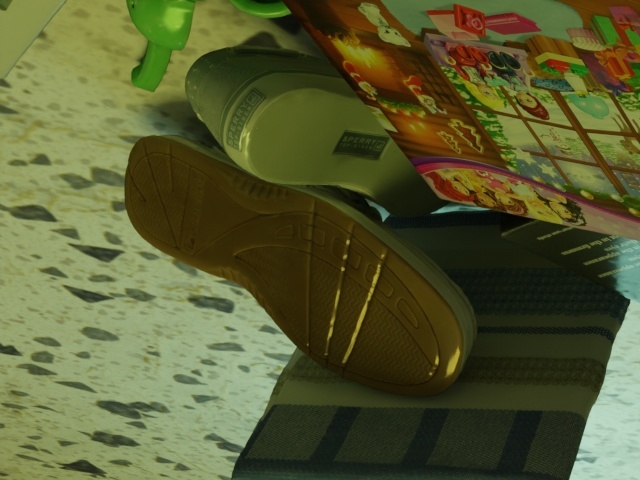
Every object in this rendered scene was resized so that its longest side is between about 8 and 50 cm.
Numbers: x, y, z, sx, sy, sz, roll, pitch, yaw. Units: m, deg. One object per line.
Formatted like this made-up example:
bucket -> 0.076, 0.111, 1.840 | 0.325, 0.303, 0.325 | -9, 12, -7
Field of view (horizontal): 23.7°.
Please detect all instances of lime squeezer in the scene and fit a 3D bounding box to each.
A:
lime squeezer -> -0.030, -0.126, 0.800 | 0.310, 0.059, 0.110 | -14, 146, 41

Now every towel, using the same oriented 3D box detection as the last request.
towel -> 0.082, 0.064, 0.938 | 0.209, 0.285, 0.034 | -3, 121, 24

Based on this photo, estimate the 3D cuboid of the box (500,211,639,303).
box -> 0.227, -0.031, 0.839 | 0.207, 0.108, 0.153 | 24, 152, -30

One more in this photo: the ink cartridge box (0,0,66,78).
ink cartridge box -> -0.165, -0.198, 0.609 | 0.211, 0.122, 0.289 | 21, 155, -21

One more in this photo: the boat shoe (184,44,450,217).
boat shoe -> 0.014, -0.071, 0.874 | 0.081, 0.079, 0.227 | 43, -159, 33

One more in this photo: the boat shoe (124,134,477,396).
boat shoe -> 0.000, 0.000, 0.940 | 0.277, 0.098, 0.096 | 32, -150, 34

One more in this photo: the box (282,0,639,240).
box -> 0.121, -0.074, 0.637 | 0.293, 0.057, 0.201 | 14, 155, 46
